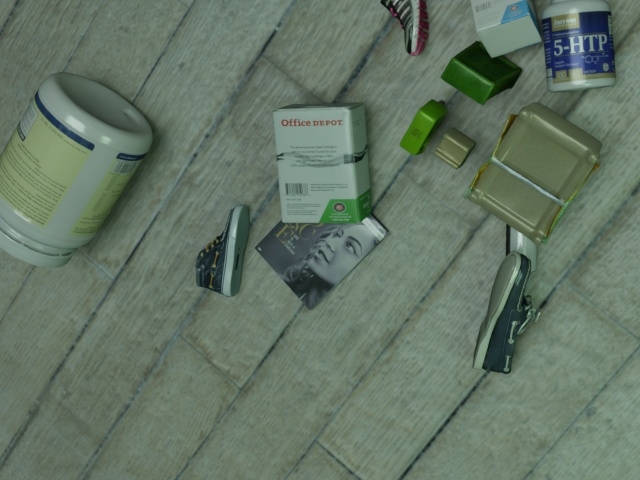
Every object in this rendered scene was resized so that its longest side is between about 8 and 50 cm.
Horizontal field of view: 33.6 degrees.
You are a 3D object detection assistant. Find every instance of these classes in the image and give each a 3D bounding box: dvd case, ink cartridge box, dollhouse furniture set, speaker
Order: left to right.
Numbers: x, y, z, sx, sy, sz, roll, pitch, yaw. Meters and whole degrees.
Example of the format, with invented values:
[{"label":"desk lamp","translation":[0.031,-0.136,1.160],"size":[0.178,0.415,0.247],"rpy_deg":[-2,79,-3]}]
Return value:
[{"label":"dvd case","translation":[0.000,0.000,1.998],"size":[0.164,0.018,0.221],"rpy_deg":[48,110,9]},{"label":"ink cartridge box","translation":[0.005,-0.141,1.907],"size":[0.153,0.087,0.209],"rpy_deg":[2,106,21]},{"label":"ink cartridge box","translation":[0.304,-0.398,1.770],"size":[0.092,0.090,0.143],"rpy_deg":[-15,63,21]},{"label":"dollhouse furniture set","translation":[0.319,-0.166,1.798],"size":[0.301,0.151,0.198],"rpy_deg":[35,120,11]},{"label":"speaker","translation":[0.350,-0.015,1.841],"size":[0.055,0.055,0.136],"rpy_deg":[3,98,21]}]

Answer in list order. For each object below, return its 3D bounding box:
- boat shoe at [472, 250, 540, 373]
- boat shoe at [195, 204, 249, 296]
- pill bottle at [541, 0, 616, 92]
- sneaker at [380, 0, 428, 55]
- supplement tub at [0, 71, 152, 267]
[{"label":"boat shoe","translation":[0.327,0.131,1.827],"size":[0.079,0.095,0.255],"rpy_deg":[13,121,1]},{"label":"boat shoe","translation":[-0.193,0.014,2.048],"size":[0.083,0.065,0.183],"rpy_deg":[14,103,18]},{"label":"pill bottle","translation":[0.421,-0.341,1.741],"size":[0.112,0.112,0.187],"rpy_deg":[-4,95,22]},{"label":"sneaker","translation":[0.144,-0.407,1.866],"size":[0.074,0.063,0.171],"rpy_deg":[-5,90,21]},{"label":"supplement tub","translation":[-0.498,-0.133,2.056],"size":[0.235,0.235,0.325],"rpy_deg":[40,109,12]}]
